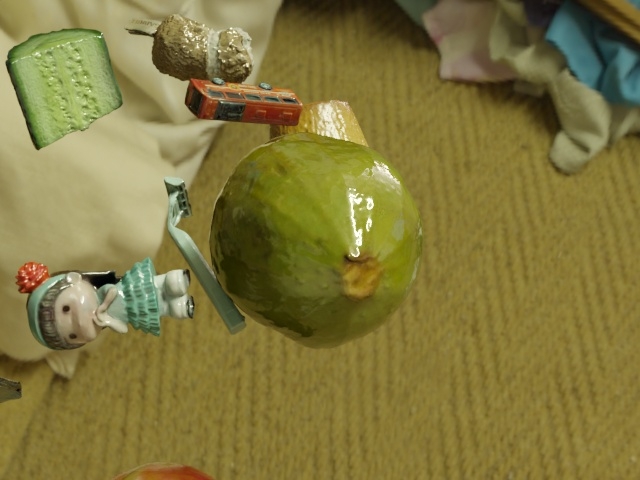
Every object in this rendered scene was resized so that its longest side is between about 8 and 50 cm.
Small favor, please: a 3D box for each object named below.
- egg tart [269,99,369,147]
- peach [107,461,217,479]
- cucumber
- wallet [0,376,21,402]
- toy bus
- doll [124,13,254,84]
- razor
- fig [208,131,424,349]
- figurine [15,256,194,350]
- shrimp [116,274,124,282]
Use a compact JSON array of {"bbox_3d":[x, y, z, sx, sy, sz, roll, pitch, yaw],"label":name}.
[{"bbox_3d":[-0.002,-0.157,1.817,0.215,0.215,0.170,-12,86,-11],"label":"egg tart"},{"bbox_3d":[-0.275,0.581,1.715,0.388,0.388,0.388,1,55,-2],"label":"peach"},{"bbox_3d":[-0.300,-0.181,1.151,0.116,0.115,0.062,-24,33,-21],"label":"cucumber"},{"bbox_3d":[-0.689,0.272,1.821,0.191,0.379,0.046,-11,74,-4],"label":"wallet"},{"bbox_3d":[-0.072,-0.130,0.945,0.110,0.031,0.043,0,35,-31],"label":"toy bus"},{"bbox_3d":[-0.216,-0.318,1.630,0.221,0.105,0.115,19,90,-7],"label":"doll"},{"bbox_3d":[-0.196,0.033,1.603,0.056,0.111,0.277,-22,63,-12],"label":"razor"},{"bbox_3d":[0.004,0.008,1.470,0.343,0.343,0.343,1,55,-2],"label":"fig"},{"bbox_3d":[-0.311,0.083,1.449,0.246,0.110,0.137,-8,98,-1],"label":"figurine"},{"bbox_3d":[-0.429,0.106,1.889,0.233,0.079,0.090,-21,14,15],"label":"shrimp"}]
